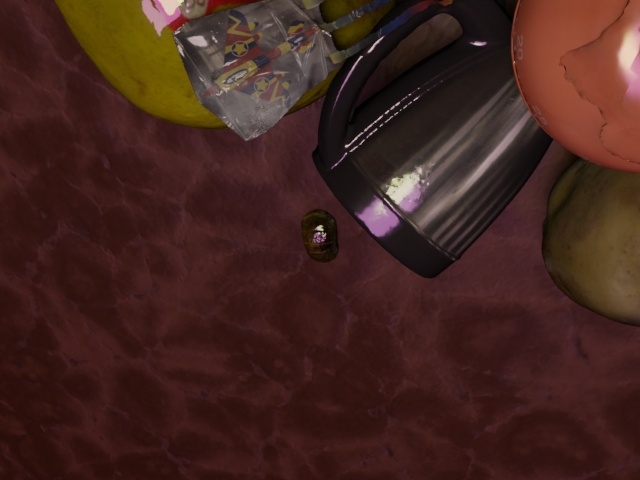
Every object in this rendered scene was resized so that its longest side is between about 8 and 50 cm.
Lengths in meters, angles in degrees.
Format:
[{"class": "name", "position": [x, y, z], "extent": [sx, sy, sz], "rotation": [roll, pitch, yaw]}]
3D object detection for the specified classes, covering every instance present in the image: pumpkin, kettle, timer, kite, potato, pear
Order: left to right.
[{"class": "pear", "position": [-0.078, -0.255, 0.742], "extent": [0.375, 0.287, 0.287], "rotation": [-3, 123, -16]}, {"class": "kite", "position": [-0.003, -0.182, 0.639], "extent": [0.245, 0.015, 0.141], "rotation": [-26, 141, 7]}, {"class": "pumpkin", "position": [-0.001, 0.001, 1.000], "extent": [0.050, 0.028, 0.083], "rotation": [-4, 122, 17]}, {"class": "kettle", "position": [0.139, -0.134, 0.788], "extent": [0.271, 0.207, 0.251], "rotation": [-42, 99, 15]}, {"class": "timer", "position": [0.276, -0.168, 0.598], "extent": [0.230, 0.215, 0.229], "rotation": [0, 109, 0]}, {"class": "potato", "position": [0.387, -0.023, 0.738], "extent": [0.326, 0.243, 0.221], "rotation": [-22, 115, 25]}]
